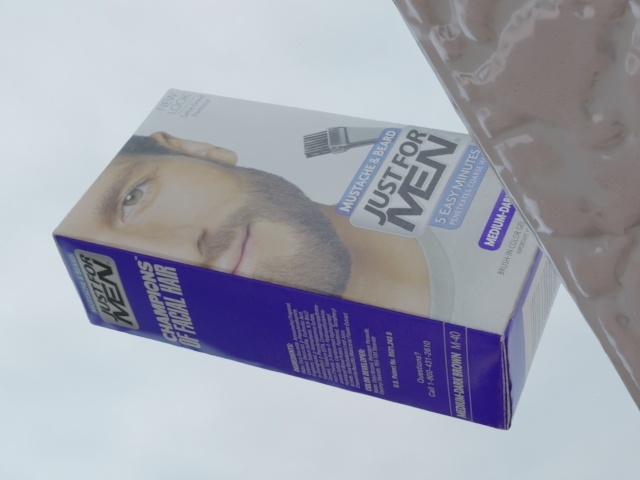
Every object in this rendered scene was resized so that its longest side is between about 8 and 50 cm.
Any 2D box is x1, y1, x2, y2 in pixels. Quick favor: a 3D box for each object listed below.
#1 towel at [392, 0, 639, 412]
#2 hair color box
[{"bbox_3d":[0.189,-0.068,0.310,0.332,0.053,0.317,-19,-71,46],"label":"towel"},{"bbox_3d":[0.000,0.000,0.781,0.339,0.185,0.110,10,-43,23],"label":"hair color box"}]
